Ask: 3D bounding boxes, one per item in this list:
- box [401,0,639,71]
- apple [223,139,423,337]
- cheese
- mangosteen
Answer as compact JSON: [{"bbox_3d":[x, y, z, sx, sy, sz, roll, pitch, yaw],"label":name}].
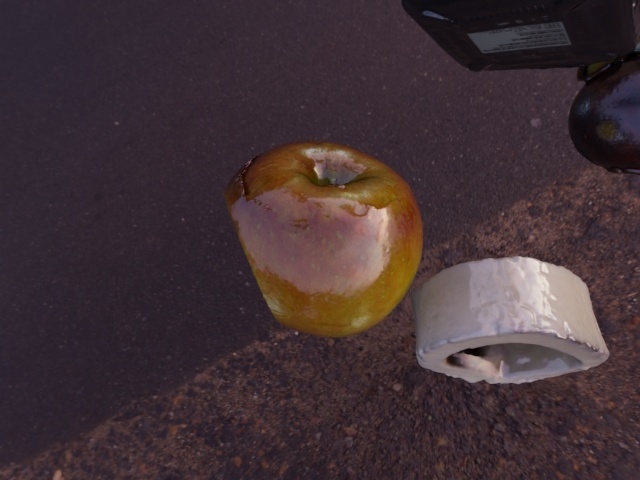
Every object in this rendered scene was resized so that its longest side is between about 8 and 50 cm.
[{"bbox_3d":[0.306,-0.340,0.647,0.290,0.289,0.073,14,95,38],"label":"box"},{"bbox_3d":[0.000,0.000,0.831,0.385,0.374,0.373,22,82,17],"label":"apple"},{"bbox_3d":[0.351,0.165,0.816,0.333,0.292,0.153,20,55,-22],"label":"cheese"},{"bbox_3d":[0.727,-0.301,0.967,0.312,0.311,0.310,-4,74,14],"label":"mangosteen"}]
